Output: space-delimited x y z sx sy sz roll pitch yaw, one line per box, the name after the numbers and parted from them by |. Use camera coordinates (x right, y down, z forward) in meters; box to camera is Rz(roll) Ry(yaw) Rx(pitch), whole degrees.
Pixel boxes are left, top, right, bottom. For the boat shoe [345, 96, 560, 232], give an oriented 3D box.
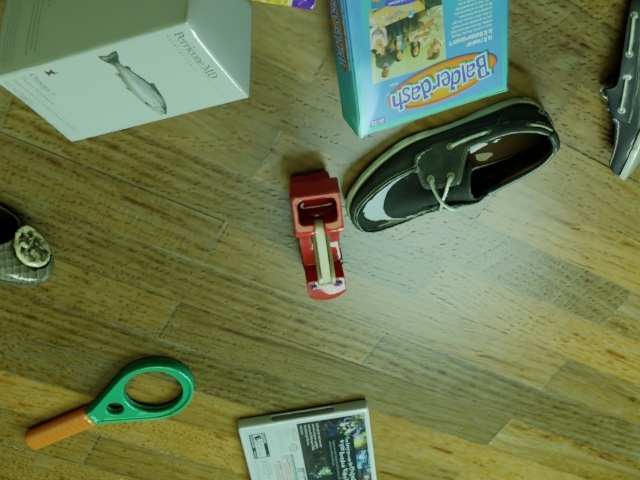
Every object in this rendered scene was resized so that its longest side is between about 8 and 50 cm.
0.132 -0.068 0.848 0.233 0.079 0.084 -26 126 13 | boat shoe

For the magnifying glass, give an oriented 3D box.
-0.266 0.210 1.031 0.231 0.026 0.092 -25 125 8 | magnifying glass

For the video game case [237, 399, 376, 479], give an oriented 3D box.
-0.013 0.302 1.130 0.173 0.022 0.190 -9 125 -1 | video game case

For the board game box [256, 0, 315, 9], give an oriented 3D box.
-0.087 -0.283 0.683 0.194 0.045 0.146 5 125 -11 | board game box

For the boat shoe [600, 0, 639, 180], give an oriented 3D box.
0.322 -0.157 0.833 0.065 0.075 0.206 28 136 26 | boat shoe

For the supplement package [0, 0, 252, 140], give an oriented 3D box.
-0.159 -0.167 0.677 0.179 0.105 0.105 -11 152 20 | supplement package

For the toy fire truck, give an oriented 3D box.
0.000 0.000 0.843 0.047 0.135 0.192 -9 126 -1 | toy fire truck

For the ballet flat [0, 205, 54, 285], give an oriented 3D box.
-0.368 -0.038 0.806 0.250 0.084 0.058 37 115 -22 | ballet flat

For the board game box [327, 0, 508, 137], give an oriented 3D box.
0.088 -0.210 0.729 0.160 0.047 0.210 -19 130 -12 | board game box
